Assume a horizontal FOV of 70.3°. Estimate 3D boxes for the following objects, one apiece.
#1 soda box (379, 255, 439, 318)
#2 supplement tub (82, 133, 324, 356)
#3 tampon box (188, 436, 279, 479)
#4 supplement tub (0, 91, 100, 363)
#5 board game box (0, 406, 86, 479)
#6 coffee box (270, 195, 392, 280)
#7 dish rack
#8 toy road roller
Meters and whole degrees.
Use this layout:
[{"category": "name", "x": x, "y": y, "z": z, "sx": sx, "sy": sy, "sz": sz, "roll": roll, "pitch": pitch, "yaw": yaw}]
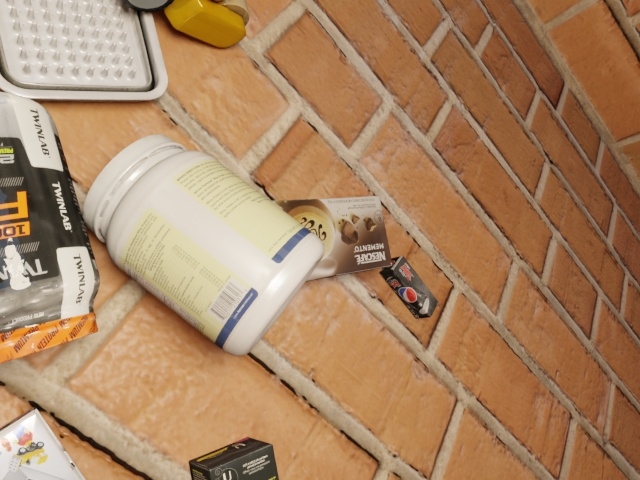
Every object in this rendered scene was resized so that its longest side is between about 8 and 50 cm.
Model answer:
[{"category": "soda box", "x": 0.228, "y": 0.122, "z": 1.164, "sx": 0.169, "sy": 0.053, "sz": 0.060, "roll": 50, "pitch": 55, "yaw": -14}, {"category": "supplement tub", "x": -0.183, "y": 0.004, "z": 0.739, "sx": 0.325, "sy": 0.235, "sz": 0.235, "roll": 37, "pitch": 56, "yaw": 4}, {"category": "tampon box", "x": -0.141, "y": 0.445, "z": 0.783, "sx": 0.121, "sy": 0.101, "sz": 0.160, "roll": -6, "pitch": 81, "yaw": -37}, {"category": "supplement tub", "x": -0.437, "y": -0.009, "z": 0.621, "sx": 0.207, "sy": 0.207, "sz": 0.337, "roll": -17, "pitch": 88, "yaw": -37}, {"category": "board game box", "x": -0.472, "y": 0.395, "z": 0.587, "sx": 0.305, "sy": 0.053, "sz": 0.192, "roll": -34, "pitch": 98, "yaw": -37}, {"category": "coffee box", "x": 0.000, "y": 0.000, "z": 0.988, "sx": 0.297, "sy": 0.119, "sz": 0.168, "roll": -6, "pitch": 83, "yaw": -36}, {"category": "dish rack", "x": -0.444, "y": -0.392, "z": 0.800, "sx": 0.286, "sy": 0.072, "sz": 0.332, "roll": -13, "pitch": 86, "yaw": -38}, {"category": "toy road roller", "x": -0.216, "y": -0.534, "z": 0.844, "sx": 0.330, "sy": 0.241, "sz": 0.202, "roll": -7, "pitch": 82, "yaw": -63}]
